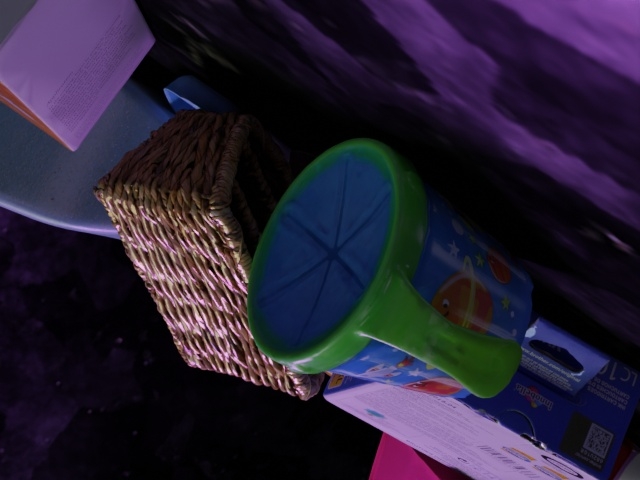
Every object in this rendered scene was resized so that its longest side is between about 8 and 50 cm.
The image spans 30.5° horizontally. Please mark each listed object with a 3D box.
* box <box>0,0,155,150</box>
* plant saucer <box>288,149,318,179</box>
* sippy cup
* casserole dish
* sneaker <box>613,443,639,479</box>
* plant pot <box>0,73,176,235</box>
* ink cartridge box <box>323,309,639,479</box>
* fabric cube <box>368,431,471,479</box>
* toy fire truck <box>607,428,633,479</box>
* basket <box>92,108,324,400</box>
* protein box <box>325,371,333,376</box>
[{"bbox_3d":[-0.325,-0.249,1.199,0.215,0.168,0.345,34,174,6],"label":"box"},{"bbox_3d":[0.077,-0.006,1.499,0.310,0.050,0.310,33,173,4],"label":"plant saucer"},{"bbox_3d":[0.082,0.047,1.168,0.224,0.306,0.240,26,135,-32],"label":"sippy cup"},{"bbox_3d":[-0.140,-0.162,1.500,0.114,0.037,0.188,35,173,4],"label":"casserole dish"},{"bbox_3d":[0.425,0.324,1.940,0.282,0.102,0.161,32,170,24],"label":"sneaker"},{"bbox_3d":[-0.294,-0.117,1.624,0.252,0.248,0.247,27,-178,15],"label":"plant pot"},{"bbox_3d":[0.202,0.179,1.439,0.270,0.151,0.395,30,163,-10],"label":"ink cartridge box"},{"bbox_3d":[0.214,0.452,1.752,0.258,0.259,0.254,15,-172,-18],"label":"fabric cube"},{"bbox_3d":[0.367,0.272,1.751,0.217,0.158,0.246,34,-176,10],"label":"toy fire truck"},{"bbox_3d":[-0.074,0.002,1.362,0.223,0.213,0.299,9,133,43],"label":"basket"},{"bbox_3d":[0.107,0.151,1.819,0.201,0.200,0.136,28,172,45],"label":"protein box"}]
